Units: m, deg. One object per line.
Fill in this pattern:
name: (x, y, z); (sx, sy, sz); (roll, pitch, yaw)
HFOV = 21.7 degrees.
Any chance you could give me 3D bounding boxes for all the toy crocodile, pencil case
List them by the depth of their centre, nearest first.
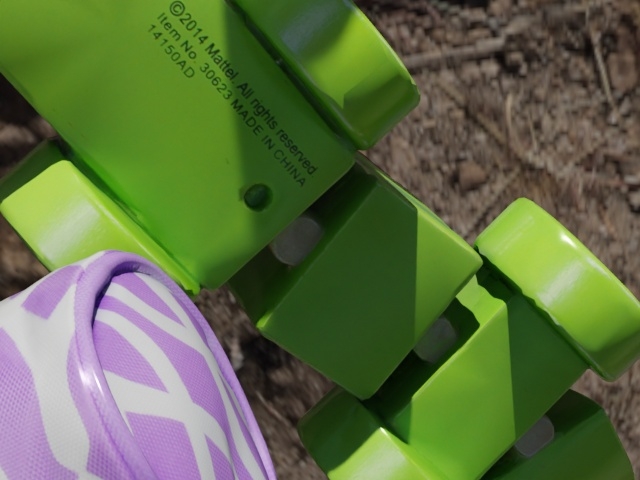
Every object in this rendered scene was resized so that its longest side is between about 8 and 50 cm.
pencil case: (-0.102, 0.080, 0.372); (0.206, 0.088, 0.086); (-26, 34, 16)
toy crocodile: (0.000, 0.000, 0.534); (0.115, 0.340, 0.105); (-46, 31, 2)
